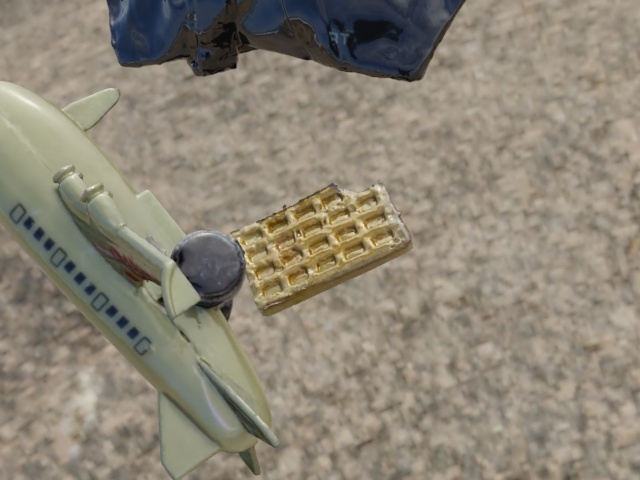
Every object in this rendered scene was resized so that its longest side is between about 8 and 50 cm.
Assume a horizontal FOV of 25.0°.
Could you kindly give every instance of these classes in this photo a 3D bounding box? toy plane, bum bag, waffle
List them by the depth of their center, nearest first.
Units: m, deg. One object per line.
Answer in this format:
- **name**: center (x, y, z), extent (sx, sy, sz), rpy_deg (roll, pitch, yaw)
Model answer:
- **toy plane**: center (-0.097, 0.013, 0.736), extent (0.092, 0.229, 0.244), rpy_deg (-30, 80, -14)
- **bum bag**: center (-0.028, -0.179, 0.999), extent (0.310, 0.074, 0.137), rpy_deg (6, 84, 30)
- **waffle**: center (0.000, 0.000, 1.154), extent (0.135, 0.021, 0.092), rpy_deg (-26, 51, 1)
